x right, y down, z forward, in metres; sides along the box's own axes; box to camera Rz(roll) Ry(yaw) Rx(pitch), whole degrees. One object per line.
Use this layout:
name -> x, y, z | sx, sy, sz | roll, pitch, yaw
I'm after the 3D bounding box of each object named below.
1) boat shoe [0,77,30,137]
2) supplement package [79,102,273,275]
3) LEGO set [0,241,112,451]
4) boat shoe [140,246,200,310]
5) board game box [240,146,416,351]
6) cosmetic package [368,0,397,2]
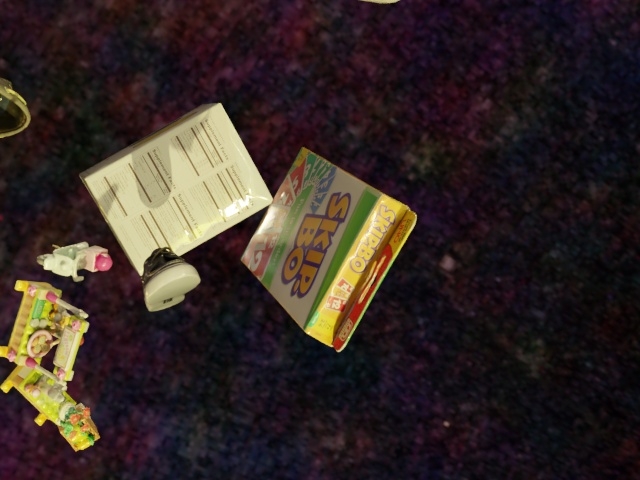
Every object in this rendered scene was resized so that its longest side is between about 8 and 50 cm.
boat shoe -> -0.522, -0.204, 1.681 | 0.091, 0.305, 0.109 | 36, 101, 16
supplement package -> -0.258, -0.094, 2.092 | 0.262, 0.198, 0.199 | -31, 12, -10
LEGO set -> -0.294, 0.151, 1.395 | 0.107, 0.132, 0.287 | 22, 119, 35
boat shoe -> -0.227, 0.048, 1.740 | 0.228, 0.080, 0.076 | 128, 123, -76
board game box -> 0.000, 0.000, 1.011 | 0.124, 0.039, 0.259 | -61, 23, 4
cosmetic package -> -0.120, -0.385, 0.725 | 0.329, 0.393, 0.327 | 13, 81, 35
